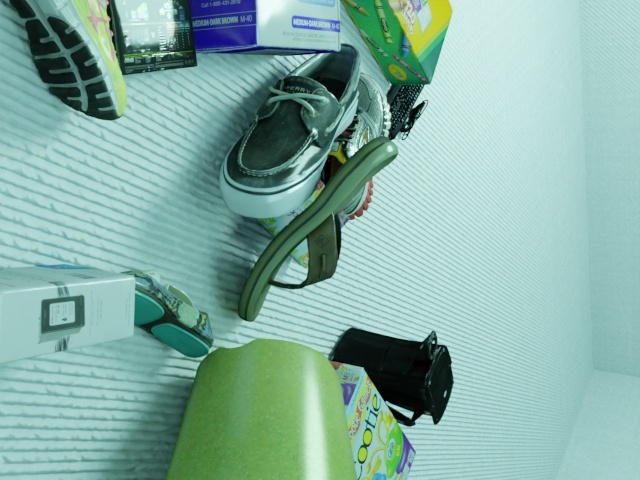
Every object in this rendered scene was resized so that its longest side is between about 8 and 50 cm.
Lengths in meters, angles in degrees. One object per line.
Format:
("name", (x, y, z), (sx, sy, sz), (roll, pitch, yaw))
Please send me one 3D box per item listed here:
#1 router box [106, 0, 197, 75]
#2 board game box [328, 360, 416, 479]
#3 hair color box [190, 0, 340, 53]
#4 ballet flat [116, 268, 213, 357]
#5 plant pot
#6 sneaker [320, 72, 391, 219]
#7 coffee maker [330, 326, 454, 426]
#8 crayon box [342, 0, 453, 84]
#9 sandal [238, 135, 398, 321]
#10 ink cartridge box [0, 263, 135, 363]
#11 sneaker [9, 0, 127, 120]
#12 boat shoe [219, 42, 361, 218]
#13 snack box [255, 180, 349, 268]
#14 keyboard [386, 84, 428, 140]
("router box", (-0.186, -0.224, 0.769), (0.122, 0.038, 0.092), (-27, 118, -55))
("board game box", (0.023, 0.306, 1.098), (0.144, 0.142, 0.275), (-64, 143, -30))
("hair color box", (-0.066, -0.397, 0.875), (0.185, 0.110, 0.338), (-19, 110, -55))
("ballet flat", (-0.184, 0.069, 0.813), (0.188, 0.070, 0.070), (53, 51, -51))
("plant pot", (-0.065, 0.263, 0.836), (0.276, 0.276, 0.253), (59, 23, -44))
("sneaker", (0.046, -0.147, 1.116), (0.093, 0.088, 0.225), (13, 83, -57))
("coffee maker", (0.114, 0.201, 1.195), (0.120, 0.178, 0.171), (-36, 127, -54))
("crayon box", (0.123, -0.405, 1.205), (0.278, 0.081, 0.165), (45, 57, -52))
("sandal", (0.001, -0.001, 0.931), (0.303, 0.086, 0.120), (-47, 180, 12))
("ink cartridge box", (-0.262, 0.060, 0.630), (0.180, 0.104, 0.060), (-4, 100, -58))
("sneaker", (-0.222, -0.211, 0.674), (0.094, 0.082, 0.208), (-54, 137, -43))
("boat shoe", (-0.035, -0.158, 0.938), (0.335, 0.121, 0.119), (-62, 165, -48))
("snack box", (-0.028, -0.036, 1.025), (0.100, 0.037, 0.141), (-47, 140, -5))
("keyboard", (0.170, -0.262, 1.348), (0.192, 0.038, 0.100), (-60, 141, -33))
